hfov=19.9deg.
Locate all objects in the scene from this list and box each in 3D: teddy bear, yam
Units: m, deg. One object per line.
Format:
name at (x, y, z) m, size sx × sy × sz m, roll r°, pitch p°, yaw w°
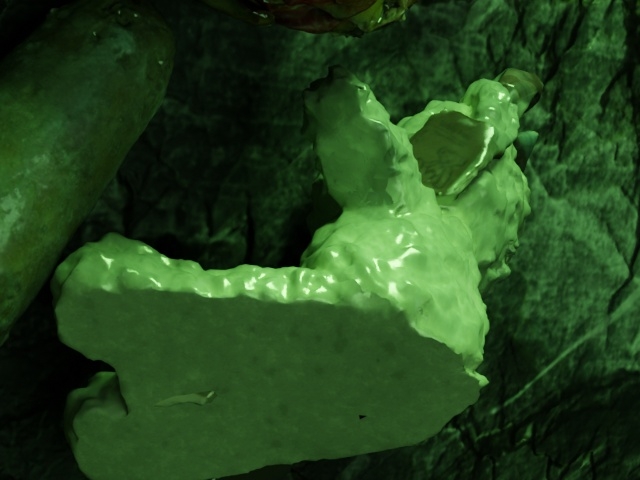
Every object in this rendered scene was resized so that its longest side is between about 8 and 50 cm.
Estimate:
teddy bear at (0.000, 0.000, 1.419) m, size 0.375 × 0.362 × 0.327 m, roll 0°, pitch 129°, yaw 0°
yam at (-0.217, -0.039, 1.264) m, size 0.133 × 0.133 × 0.330 m, roll 47°, pitch 70°, yaw -34°

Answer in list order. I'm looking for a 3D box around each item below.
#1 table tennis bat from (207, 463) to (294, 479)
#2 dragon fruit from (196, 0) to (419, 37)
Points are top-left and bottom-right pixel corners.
table tennis bat at (-0.106, 0.173, 1.457) m, size 0.234 × 0.022 × 0.131 m, roll -25°, pitch 116°, yaw -31°
dragon fruit at (-0.014, -0.273, 1.272) m, size 0.291 × 0.250 × 0.269 m, roll -19°, pitch 133°, yaw -66°
